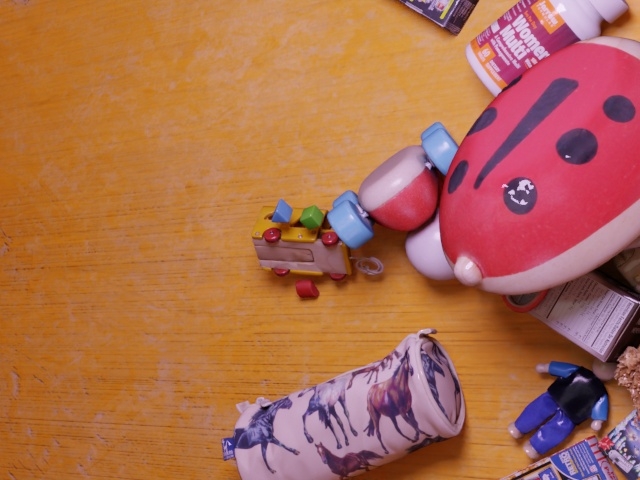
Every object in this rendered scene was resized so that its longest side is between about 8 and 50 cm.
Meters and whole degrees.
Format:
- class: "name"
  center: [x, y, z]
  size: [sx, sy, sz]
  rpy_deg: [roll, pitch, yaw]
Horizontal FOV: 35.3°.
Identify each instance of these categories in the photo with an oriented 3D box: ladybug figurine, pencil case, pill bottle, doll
- class: "ladybug figurine"
  center: [0.319, -0.117, 1.343]
  size: [0.305, 0.162, 0.449]
  rpy_deg: [20, 61, 43]
- class: "pencil case"
  center: [0.041, 0.283, 1.604]
  size: [0.410, 0.160, 0.183]
  rpy_deg: [-28, 87, 28]
- class: "pill bottle"
  center: [0.333, -0.309, 1.485]
  size: [0.221, 0.121, 0.121]
  rpy_deg: [-39, 68, 24]
- class: "doll"
  center: [0.359, 0.233, 1.475]
  size: [0.189, 0.046, 0.129]
  rpy_deg: [-46, 66, 21]

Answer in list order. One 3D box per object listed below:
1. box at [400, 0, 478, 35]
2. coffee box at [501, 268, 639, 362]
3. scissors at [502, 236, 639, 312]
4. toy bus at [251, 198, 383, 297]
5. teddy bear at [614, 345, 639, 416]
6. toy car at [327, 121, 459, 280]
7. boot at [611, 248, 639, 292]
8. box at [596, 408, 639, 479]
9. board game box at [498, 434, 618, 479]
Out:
- class: "box"
  center: [0.200, -0.501, 1.619]
  size: [0.216, 0.060, 0.270]
  rpy_deg: [38, 106, 28]
- class: "coffee box"
  center: [0.344, 0.069, 1.441]
  size: [0.247, 0.141, 0.098]
  rpy_deg: [34, 102, 28]
- class: "scissors"
  center: [0.356, 0.003, 1.347]
  size: [0.297, 0.021, 0.109]
  rpy_deg: [-27, 70, 26]
- class: "toy bus"
  center: [-0.012, -0.004, 1.686]
  size: [0.191, 0.202, 0.104]
  rpy_deg: [-37, 26, 45]
- class: "teddy bear"
  center: [0.538, 0.117, 1.297]
  size: [0.245, 0.113, 0.337]
  rpy_deg: [15, 128, 3]
- class: "toy car"
  center: [0.169, -0.022, 1.561]
  size: [0.219, 0.210, 0.238]
  rpy_deg: [-37, 96, 10]
- class: "boot"
  center: [0.515, 0.012, 1.360]
  size: [0.203, 0.095, 0.262]
  rpy_deg: [-46, 62, 18]
- class: "box"
  center: [0.470, 0.308, 1.411]
  size: [0.094, 0.027, 0.137]
  rpy_deg: [-50, 64, 20]
- class: "board game box"
  center: [0.347, 0.392, 1.472]
  size: [0.194, 0.045, 0.146]
  rpy_deg: [-33, 71, 26]
